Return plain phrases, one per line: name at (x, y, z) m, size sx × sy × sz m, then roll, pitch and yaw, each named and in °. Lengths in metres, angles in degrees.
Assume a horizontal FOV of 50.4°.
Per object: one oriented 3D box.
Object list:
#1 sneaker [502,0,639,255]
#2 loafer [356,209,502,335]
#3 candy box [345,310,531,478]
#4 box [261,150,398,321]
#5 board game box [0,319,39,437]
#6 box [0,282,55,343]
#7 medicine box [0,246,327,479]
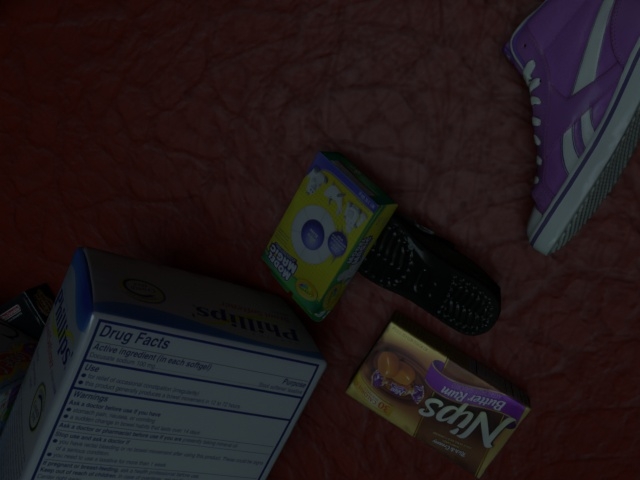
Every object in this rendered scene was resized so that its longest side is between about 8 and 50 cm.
sneaker at (0.251, -0.134, 0.715) m, size 0.161 × 0.102 × 0.282 m, roll 31°, pitch 113°, yaw 28°
loafer at (0.111, 0.025, 0.772) m, size 0.220 × 0.078 × 0.080 m, roll 40°, pitch 118°, yaw 19°
candy box at (0.137, 0.181, 0.803) m, size 0.187 × 0.053 × 0.109 m, roll 33°, pitch 104°, yaw 6°
box at (0.000, 0.000, 0.773) m, size 0.105 × 0.043 × 0.179 m, roll 45°, pitch 122°, yaw 29°
board game box at (-0.481, 0.156, 0.825) m, size 0.275 × 0.144 × 0.142 m, roll 27°, pitch 103°, yaw 7°
box at (-0.418, 0.186, 0.917) m, size 0.220 × 0.051 × 0.175 m, roll -29°, pitch 92°, yaw 15°
medicine box at (-0.184, 0.189, 0.757) m, size 0.264 × 0.149 × 0.289 m, roll 18°, pitch 105°, yaw -32°
